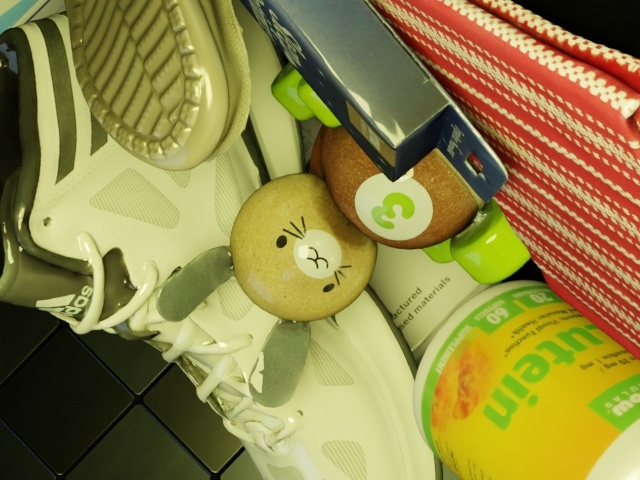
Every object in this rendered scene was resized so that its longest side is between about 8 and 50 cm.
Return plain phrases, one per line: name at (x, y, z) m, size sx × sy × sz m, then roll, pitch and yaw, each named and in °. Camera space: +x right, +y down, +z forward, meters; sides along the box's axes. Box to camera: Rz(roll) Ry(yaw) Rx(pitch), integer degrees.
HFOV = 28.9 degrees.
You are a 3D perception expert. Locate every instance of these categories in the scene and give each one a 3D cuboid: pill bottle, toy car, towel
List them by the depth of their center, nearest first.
towel at (0.119, -0.013, 0.534) m, size 0.199 × 0.031 × 0.275 m, roll 43°, pitch 175°, yaw 48°
pill bottle at (0.171, 0.130, 0.714) m, size 0.136 × 0.136 × 0.245 m, roll 47°, pitch 175°, yaw -36°
toy car at (0.000, 0.000, 0.714) m, size 0.155 × 0.188 × 0.149 m, roll 45°, pitch 176°, yaw -15°

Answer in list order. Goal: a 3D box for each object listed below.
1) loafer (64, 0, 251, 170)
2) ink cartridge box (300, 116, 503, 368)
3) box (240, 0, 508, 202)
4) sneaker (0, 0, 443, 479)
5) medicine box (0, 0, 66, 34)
loafer at (-0.091, -0.145, 0.698) m, size 0.092 × 0.102 × 0.269 m, roll 7°, pitch -136°, yaw -40°
ink cartridge box at (-0.019, 0.003, 1.113) m, size 0.395 × 0.166 × 0.285 m, roll 43°, pitch 175°, yaw 25°
box at (-0.002, -0.100, 0.568) m, size 0.225 × 0.036 × 0.136 m, roll 50°, pitch 180°, yaw 5°
sneaker at (-0.100, 0.058, 0.807) m, size 0.169 × 0.257 × 0.448 m, roll -23°, pitch 88°, yaw 46°
medicine box at (-0.280, -0.183, 1.104) m, size 0.149 × 0.263 × 0.289 m, roll 43°, pitch 176°, yaw 10°
